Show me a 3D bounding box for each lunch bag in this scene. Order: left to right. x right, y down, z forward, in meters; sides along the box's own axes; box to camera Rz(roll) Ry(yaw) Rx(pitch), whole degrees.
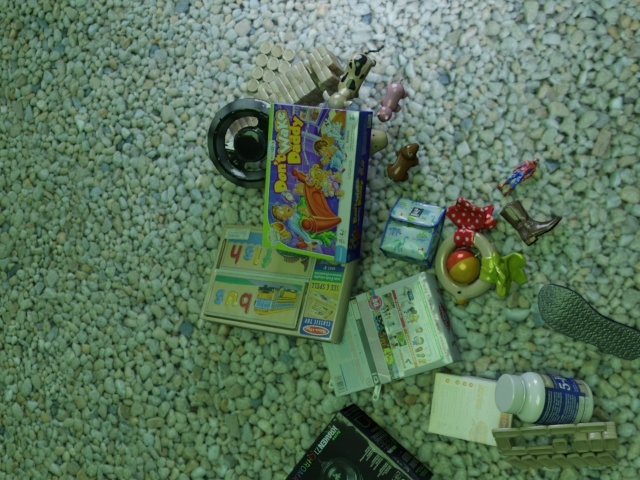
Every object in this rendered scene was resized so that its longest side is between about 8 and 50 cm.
[{"bbox_3d":[0.229,-0.025,1.685,0.129,0.096,0.151,16,77,21],"label":"lunch bag"}]

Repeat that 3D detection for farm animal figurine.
[{"bbox_3d":[0.078,-0.261,1.672,0.327,0.172,0.330,-28,93,17],"label":"farm animal figurine"}]

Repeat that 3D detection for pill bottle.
[{"bbox_3d":[0.486,0.348,1.504,0.187,0.112,0.112,11,89,-12],"label":"pill bottle"}]

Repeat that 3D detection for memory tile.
[{"bbox_3d":[-0.136,-0.469,1.896,0.113,0.012,0.148,21,92,20],"label":"memory tile"}]

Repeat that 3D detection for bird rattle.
[{"bbox_3d":[0.352,0.036,1.617,0.207,0.143,0.253,-44,69,27],"label":"bird rattle"}]

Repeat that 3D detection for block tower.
[{"bbox_3d":[-0.095,-0.357,1.762,0.335,0.097,0.091,-33,73,18],"label":"block tower"}]

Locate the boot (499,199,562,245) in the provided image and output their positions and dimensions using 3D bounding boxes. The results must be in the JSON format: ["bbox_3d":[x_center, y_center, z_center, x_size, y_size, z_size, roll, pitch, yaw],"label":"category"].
[{"bbox_3d":[0.494,-0.060,1.619,0.106,0.037,0.114,-38,69,11],"label":"boot"}]

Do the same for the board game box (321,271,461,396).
[{"bbox_3d":[0.158,0.229,1.662,0.303,0.097,0.224,-21,75,22],"label":"board game box"}]

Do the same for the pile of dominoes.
[{"bbox_3d":[0.519,0.442,1.509,0.251,0.196,0.040,-9,45,20],"label":"pile of dominoes"}]

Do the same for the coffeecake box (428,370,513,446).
[{"bbox_3d":[0.358,0.394,1.611,0.186,0.068,0.142,7,87,21],"label":"coffeecake box"}]

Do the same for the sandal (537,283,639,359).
[{"bbox_3d":[0.604,0.188,1.553,0.254,0.054,0.097,33,104,10],"label":"sandal"}]

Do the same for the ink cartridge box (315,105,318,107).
[{"bbox_3d":[-0.066,-0.313,1.831,0.104,0.060,0.180,2,86,21],"label":"ink cartridge box"}]

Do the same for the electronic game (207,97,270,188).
[{"bbox_3d":[-0.174,-0.242,1.723,0.229,0.048,0.229,4,109,11],"label":"electronic game"}]

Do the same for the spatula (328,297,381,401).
[{"bbox_3d":[0.110,0.276,1.739,0.168,0.019,0.242,13,90,20],"label":"spatula"}]

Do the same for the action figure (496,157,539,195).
[{"bbox_3d":[0.475,-0.155,1.637,0.115,0.030,0.038,-42,68,10],"label":"action figure"}]

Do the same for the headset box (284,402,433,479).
[{"bbox_3d":[0.096,0.587,1.658,0.283,0.131,0.246,40,100,18],"label":"headset box"}]

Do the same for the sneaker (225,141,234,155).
[{"bbox_3d":[-0.228,-0.261,1.903,0.109,0.040,0.043,5,71,17],"label":"sneaker"}]

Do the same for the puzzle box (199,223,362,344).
[{"bbox_3d":[-0.109,0.103,1.750,0.409,0.052,0.272,4,74,31],"label":"puzzle box"}]

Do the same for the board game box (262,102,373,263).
[{"bbox_3d":[-0.012,-0.139,1.614,0.233,0.078,0.347,11,104,27],"label":"board game box"}]
